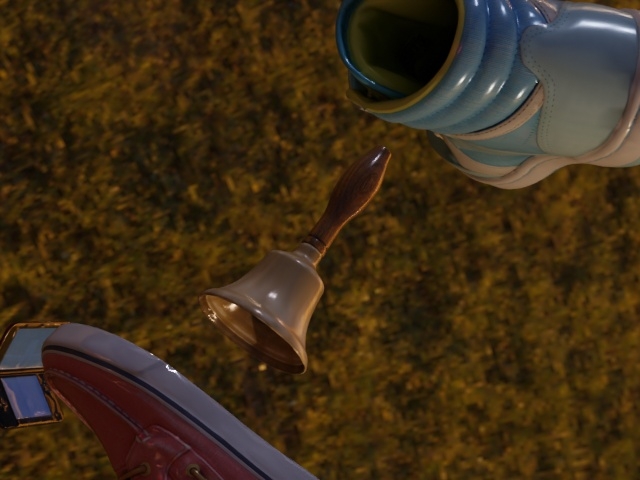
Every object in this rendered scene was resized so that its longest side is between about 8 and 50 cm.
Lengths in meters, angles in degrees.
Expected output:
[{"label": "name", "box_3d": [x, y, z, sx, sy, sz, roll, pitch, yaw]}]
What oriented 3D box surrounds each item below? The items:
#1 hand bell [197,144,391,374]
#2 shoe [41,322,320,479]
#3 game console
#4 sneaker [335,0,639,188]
[{"label": "hand bell", "box_3d": [0.000, 0.000, 1.369, 0.126, 0.126, 0.242, 47, 67, -28]}, {"label": "shoe", "box_3d": [-0.071, 0.115, 0.632, 0.178, 0.063, 0.081, 35, 62, 6]}, {"label": "game console", "box_3d": [-0.388, 0.183, 1.895, 0.144, 0.085, 0.124, 6, 56, -65]}, {"label": "sneaker", "box_3d": [0.090, -0.118, 0.955, 0.208, 0.319, 0.127, 12, 83, -16]}]
